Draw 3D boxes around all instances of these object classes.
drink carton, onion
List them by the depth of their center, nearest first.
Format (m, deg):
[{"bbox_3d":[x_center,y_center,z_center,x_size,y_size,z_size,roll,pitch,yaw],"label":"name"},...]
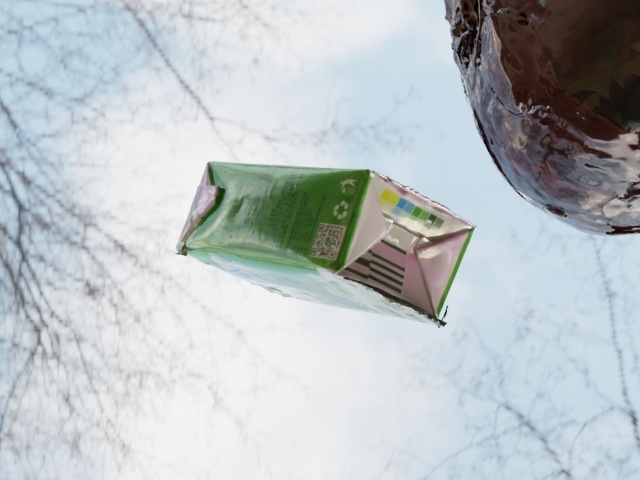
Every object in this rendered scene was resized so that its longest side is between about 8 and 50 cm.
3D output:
[{"bbox_3d":[0.228,-0.137,1.021,0.281,0.281,0.221,42,-164,17],"label":"onion"},{"bbox_3d":[0.000,0.000,1.442,0.161,0.271,0.108,27,-103,-37],"label":"drink carton"}]
